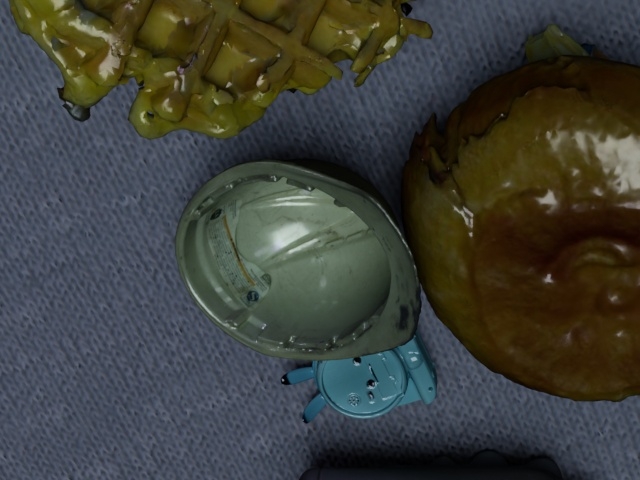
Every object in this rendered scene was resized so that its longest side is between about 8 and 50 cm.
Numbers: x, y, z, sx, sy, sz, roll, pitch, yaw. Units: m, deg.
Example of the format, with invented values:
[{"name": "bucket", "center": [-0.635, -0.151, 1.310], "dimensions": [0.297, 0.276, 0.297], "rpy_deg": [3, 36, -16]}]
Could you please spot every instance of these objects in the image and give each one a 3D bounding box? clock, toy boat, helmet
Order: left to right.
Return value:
[{"name": "helmet", "center": [0.005, -0.001, 1.237], "dimensions": [0.258, 0.137, 0.204], "rpy_deg": [0, 117, 33]}, {"name": "clock", "center": [0.038, 0.135, 1.348], "dimensions": [0.147, 0.045, 0.108], "rpy_deg": [-22, 107, 13]}, {"name": "toy boat", "center": [0.257, -0.132, 1.215], "dimensions": [0.172, 0.066, 0.065], "rpy_deg": [39, 151, -14]}]

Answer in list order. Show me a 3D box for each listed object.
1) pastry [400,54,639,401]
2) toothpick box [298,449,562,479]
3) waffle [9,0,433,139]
[{"name": "pastry", "center": [0.242, -0.007, 1.174], "dimensions": [0.356, 0.164, 0.356], "rpy_deg": [11, 128, 14]}, {"name": "toothpick box", "center": [0.133, 0.321, 1.339], "dimensions": [0.316, 0.229, 0.229], "rpy_deg": [-2, 112, 3]}, {"name": "waffle", "center": [-0.077, -0.280, 1.023], "dimensions": [0.380, 0.095, 0.382], "rpy_deg": [-26, 100, -24]}]
